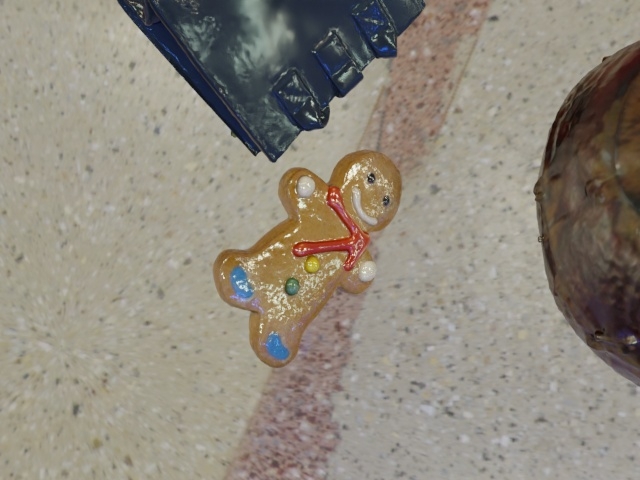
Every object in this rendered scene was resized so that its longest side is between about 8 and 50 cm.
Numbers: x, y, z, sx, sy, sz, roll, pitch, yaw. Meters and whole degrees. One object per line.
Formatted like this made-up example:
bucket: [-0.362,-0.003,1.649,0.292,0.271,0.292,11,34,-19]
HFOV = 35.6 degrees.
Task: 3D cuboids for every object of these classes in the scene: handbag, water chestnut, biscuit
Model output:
handbag: [-0.054,-0.300,1.228,0.303,0.122,0.329,-47,125,-11]
water chestnut: [0.356,-0.011,0.852,0.351,0.302,0.350,-7,67,18]
biscuit: [0.002,0.001,1.311,0.324,0.049,0.205,-44,119,-27]
